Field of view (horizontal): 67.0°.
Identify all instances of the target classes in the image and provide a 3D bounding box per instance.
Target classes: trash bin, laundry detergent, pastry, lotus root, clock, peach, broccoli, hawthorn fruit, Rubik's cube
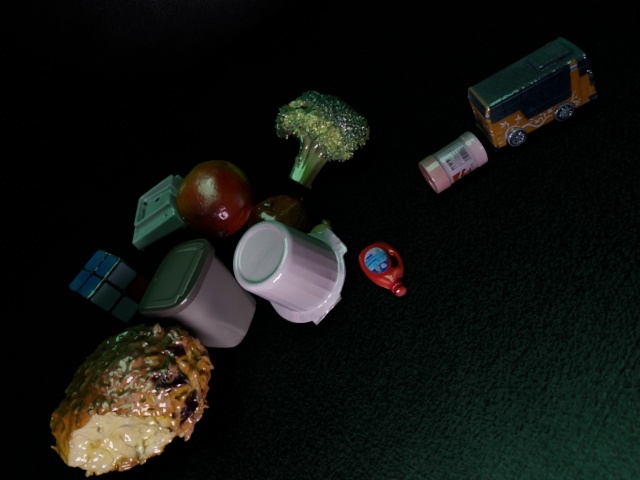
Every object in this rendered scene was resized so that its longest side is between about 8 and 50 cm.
[{"bbox_3d":[-0.317,0.158,1.301,0.219,0.250,0.219,-5,51,33],"label":"trash bin"},{"bbox_3d":[0.165,0.073,1.188,0.097,0.049,0.165,-35,44,-1],"label":"laundry detergent"},{"bbox_3d":[-0.445,0.365,1.192,0.405,0.292,0.337,-38,31,19],"label":"pastry"},{"bbox_3d":[0.000,0.000,1.356,0.073,0.062,0.150,-2,59,37],"label":"lotus root"},{"bbox_3d":[-0.628,-0.120,1.879,0.231,0.116,0.262,-27,41,14],"label":"clock"},{"bbox_3d":[-0.347,-0.129,1.591,0.281,0.238,0.280,-3,53,3],"label":"peach"},{"bbox_3d":[-0.033,-0.350,1.556,0.375,0.249,0.302,29,70,41],"label":"broccoli"},{"bbox_3d":[-0.123,-0.055,1.425,0.179,0.173,0.173,-30,42,11],"label":"hawthorn fruit"},{"bbox_3d":[-0.701,0.155,1.634,0.184,0.180,0.167,13,63,44],"label":"Rubik's cube"}]

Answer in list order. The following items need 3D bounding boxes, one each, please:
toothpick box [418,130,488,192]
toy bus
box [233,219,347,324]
[{"bbox_3d":[0.345,-0.204,1.265,0.149,0.098,0.098,-33,41,5],"label":"toothpick box"},{"bbox_3d":[0.534,-0.373,1.230,0.275,0.167,0.138,-27,42,12],"label":"toy bus"},{"bbox_3d":[-0.108,0.060,1.229,0.291,0.206,0.262,-3,69,33],"label":"box"}]
